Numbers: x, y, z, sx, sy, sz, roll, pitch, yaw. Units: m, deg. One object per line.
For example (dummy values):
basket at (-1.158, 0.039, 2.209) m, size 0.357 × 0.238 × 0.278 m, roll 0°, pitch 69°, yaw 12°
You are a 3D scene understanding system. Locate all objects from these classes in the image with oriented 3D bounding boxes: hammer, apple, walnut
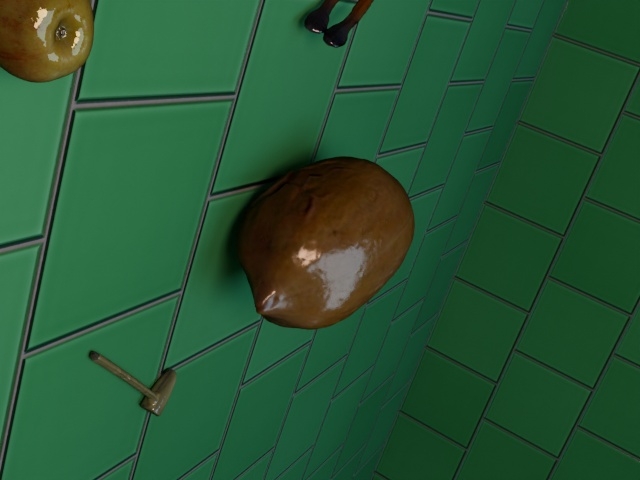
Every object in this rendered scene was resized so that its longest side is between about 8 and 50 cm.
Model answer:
hammer at (-0.216, 0.155, 0.931) m, size 0.060 × 0.028 × 0.195 m, roll -62°, pitch 159°, yaw -19°
apple at (-0.194, -0.152, 0.544) m, size 0.084 × 0.071 × 0.084 m, roll -50°, pitch 156°, yaw -33°
walnut at (0.000, 0.000, 1.022) m, size 0.298 × 0.203 × 0.203 m, roll -43°, pitch 151°, yaw -47°

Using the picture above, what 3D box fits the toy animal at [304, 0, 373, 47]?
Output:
toy animal at (0.122, -0.388, 0.957) m, size 0.284 × 0.225 × 0.302 m, roll -54°, pitch 179°, yaw 33°
